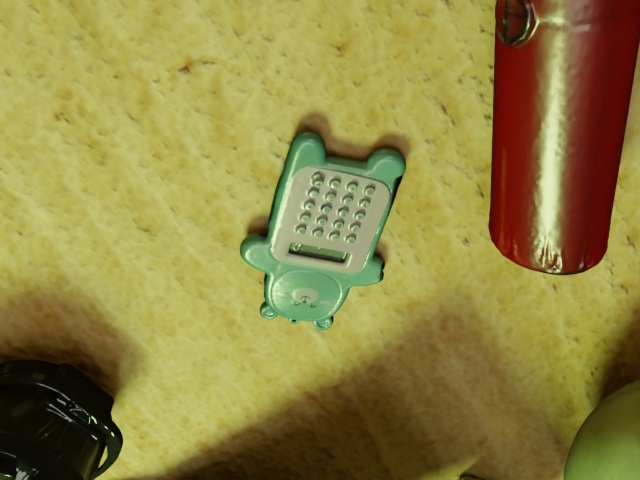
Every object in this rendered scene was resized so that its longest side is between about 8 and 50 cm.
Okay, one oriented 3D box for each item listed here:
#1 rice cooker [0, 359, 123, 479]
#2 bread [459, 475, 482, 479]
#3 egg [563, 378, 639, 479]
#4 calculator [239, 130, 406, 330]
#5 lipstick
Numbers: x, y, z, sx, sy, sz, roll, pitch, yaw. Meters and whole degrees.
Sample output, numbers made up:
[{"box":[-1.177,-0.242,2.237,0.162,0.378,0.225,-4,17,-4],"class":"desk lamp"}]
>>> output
[{"box":[-0.217,0.152,0.524,0.165,0.106,0.112,-28,119,31],"class":"rice cooker"},{"box":[0.141,0.242,0.598,0.072,0.106,0.053,17,124,-15],"class":"bread"},{"box":[0.264,0.188,0.511,0.186,0.187,0.253,-34,124,22],"class":"egg"},{"box":[0.000,0.000,0.469,0.094,0.019,0.141,10,125,-12],"class":"calculator"},{"box":[0.116,-0.108,0.360,0.073,0.073,0.280,-5,126,2],"class":"lipstick"}]
